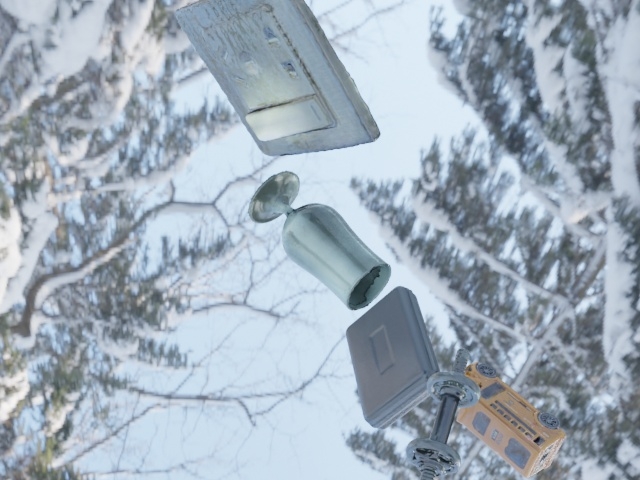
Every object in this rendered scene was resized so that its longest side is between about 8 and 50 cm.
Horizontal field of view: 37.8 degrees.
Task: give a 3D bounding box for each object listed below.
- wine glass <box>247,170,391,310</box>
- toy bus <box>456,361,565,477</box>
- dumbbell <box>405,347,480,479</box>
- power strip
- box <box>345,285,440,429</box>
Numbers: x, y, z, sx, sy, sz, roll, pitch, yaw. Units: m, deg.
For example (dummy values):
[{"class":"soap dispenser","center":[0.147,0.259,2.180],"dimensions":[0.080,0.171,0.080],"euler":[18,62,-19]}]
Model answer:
[{"class":"wine glass","center":[0.000,0.000,1.397],"dimensions":[0.103,0.103,0.231],"euler":[-30,-124,-29]},{"class":"toy bus","center":[0.286,0.282,1.486],"dimensions":[0.088,0.083,0.194],"euler":[-18,-135,-41]},{"class":"dumbbell","center":[0.176,0.260,1.334],"dimensions":[0.081,0.082,0.254],"euler":[19,-126,6]},{"class":"power strip","center":[-0.050,-0.236,1.255],"dimensions":[0.092,0.251,0.257],"euler":[-40,-157,-33]},{"class":"box","center":[0.125,0.201,1.633],"dimensions":[0.050,0.160,0.230],"euler":[32,-152,-32]}]
